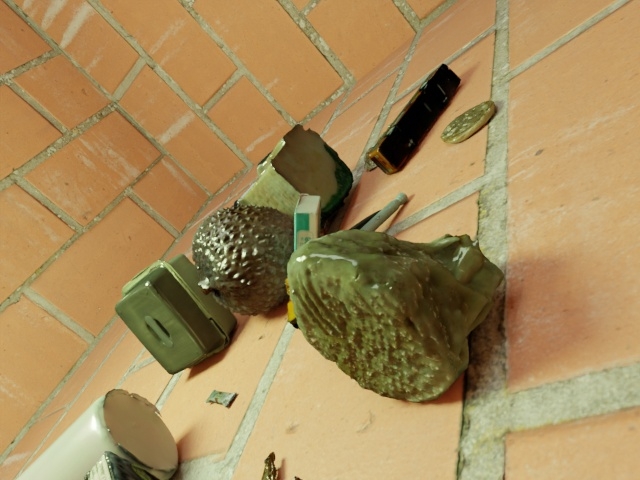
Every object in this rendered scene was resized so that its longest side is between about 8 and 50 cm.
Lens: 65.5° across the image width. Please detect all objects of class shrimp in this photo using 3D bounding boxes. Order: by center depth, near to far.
[{"bbox_3d":[-0.060,0.347,0.709,0.091,0.025,0.127,-39,23,15],"label":"shrimp"}]

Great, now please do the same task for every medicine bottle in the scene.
[{"bbox_3d":[-0.476,0.499,0.968,0.378,0.213,0.213,-44,18,-2],"label":"medicine bottle"}]

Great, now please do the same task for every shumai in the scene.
[{"bbox_3d":[0.093,0.068,0.685,0.222,0.260,0.225,-54,-13,-42],"label":"shumai"}]

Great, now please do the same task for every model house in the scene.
[{"bbox_3d":[-0.096,-0.139,1.437,0.284,0.243,0.298,-36,13,35],"label":"model house"}]

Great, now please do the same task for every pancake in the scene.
[{"bbox_3d":[0.355,-0.287,1.203,0.151,0.025,0.152,-40,19,17],"label":"pancake"}]

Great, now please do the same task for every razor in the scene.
[{"bbox_3d":[0.114,-0.034,1.096,0.232,0.106,0.068,-42,16,-24],"label":"razor"}]

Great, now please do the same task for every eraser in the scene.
[{"bbox_3d":[-0.028,0.021,1.080,0.052,0.225,0.096,4,28,3],"label":"eraser"}]

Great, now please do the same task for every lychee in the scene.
[{"bbox_3d":[-0.177,0.039,1.227,0.300,0.300,0.300,-39,19,16],"label":"lychee"}]

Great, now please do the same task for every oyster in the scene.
[{"bbox_3d":[0.185,-0.288,1.534,0.166,0.053,0.108,-51,8,3],"label":"oyster"}]

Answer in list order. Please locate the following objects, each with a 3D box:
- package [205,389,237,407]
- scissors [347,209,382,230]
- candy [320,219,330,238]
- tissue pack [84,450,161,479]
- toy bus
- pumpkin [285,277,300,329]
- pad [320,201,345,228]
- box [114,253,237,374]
[{"bbox_3d":[-0.216,0.340,1.075,0.110,0.015,0.037,-17,27,52],"label":"package"},{"bbox_3d":[0.061,-0.007,1.175,0.220,0.088,0.017,-35,27,-7],"label":"scissors"},{"bbox_3d":[0.000,0.000,1.304,0.053,0.046,0.182,-29,24,23],"label":"candy"},{"bbox_3d":[-0.271,0.422,0.760,0.073,0.173,0.235,-52,19,-20],"label":"tissue pack"},{"bbox_3d":[0.272,-0.348,1.413,0.409,0.093,0.092,-53,12,-26],"label":"toy bus"},{"bbox_3d":[0.016,0.115,0.874,0.130,0.126,0.248,-27,10,3],"label":"pumpkin"},{"bbox_3d":[-0.021,-0.067,1.541,0.174,0.022,0.233,-46,19,-7],"label":"pad"},{"bbox_3d":[-0.381,0.196,1.316,0.220,0.291,0.166,-33,9,29],"label":"box"}]
